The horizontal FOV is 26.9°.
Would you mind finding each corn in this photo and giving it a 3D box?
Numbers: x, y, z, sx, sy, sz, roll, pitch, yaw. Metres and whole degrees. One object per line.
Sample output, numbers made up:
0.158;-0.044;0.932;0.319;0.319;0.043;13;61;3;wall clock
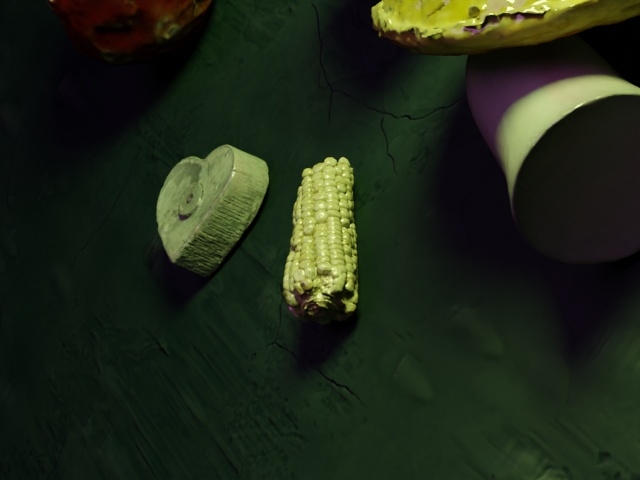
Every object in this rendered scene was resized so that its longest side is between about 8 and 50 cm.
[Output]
0.000;0.000;1.527;0.087;0.087;0.211;-35;40;34;corn

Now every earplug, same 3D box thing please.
0.214;-0.126;1.274;0.172;0.172;0.301;-50;30;18;earplug

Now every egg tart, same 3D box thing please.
0.194;-0.279;1.277;0.341;0.132;0.341;-13;22;6;egg tart

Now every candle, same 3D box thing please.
-0.150;-0.037;1.766;0.192;0.068;0.169;-15;57;52;candle

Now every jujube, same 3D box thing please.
-0.294;-0.431;2.055;0.276;0.276;0.377;-34;42;35;jujube
